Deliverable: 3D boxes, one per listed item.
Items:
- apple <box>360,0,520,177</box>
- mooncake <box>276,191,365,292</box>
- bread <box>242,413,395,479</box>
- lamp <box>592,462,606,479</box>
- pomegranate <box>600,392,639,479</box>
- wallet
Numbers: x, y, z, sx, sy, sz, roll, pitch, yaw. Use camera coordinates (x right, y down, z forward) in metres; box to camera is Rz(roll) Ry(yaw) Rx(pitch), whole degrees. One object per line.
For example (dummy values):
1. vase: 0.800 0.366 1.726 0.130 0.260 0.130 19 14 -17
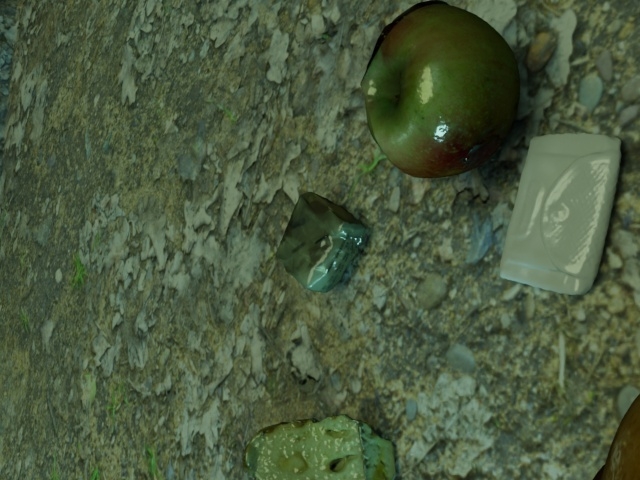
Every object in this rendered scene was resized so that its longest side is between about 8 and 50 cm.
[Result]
1. apple: 0.153 -0.177 0.879 0.174 0.188 0.207 6 92 53
2. mooncake: 0.000 0.000 1.083 0.130 0.073 0.125 42 108 43
3. bread: -0.003 0.307 1.000 0.232 0.088 0.128 -17 77 38
4. lamp: 0.301 0.257 0.634 0.156 0.135 0.157 15 88 47
5. pomegranate: 0.367 0.202 0.406 0.417 0.417 0.416 -16 69 45
6. wallet: 0.269 -0.034 0.826 0.124 0.032 0.183 13 91 51
